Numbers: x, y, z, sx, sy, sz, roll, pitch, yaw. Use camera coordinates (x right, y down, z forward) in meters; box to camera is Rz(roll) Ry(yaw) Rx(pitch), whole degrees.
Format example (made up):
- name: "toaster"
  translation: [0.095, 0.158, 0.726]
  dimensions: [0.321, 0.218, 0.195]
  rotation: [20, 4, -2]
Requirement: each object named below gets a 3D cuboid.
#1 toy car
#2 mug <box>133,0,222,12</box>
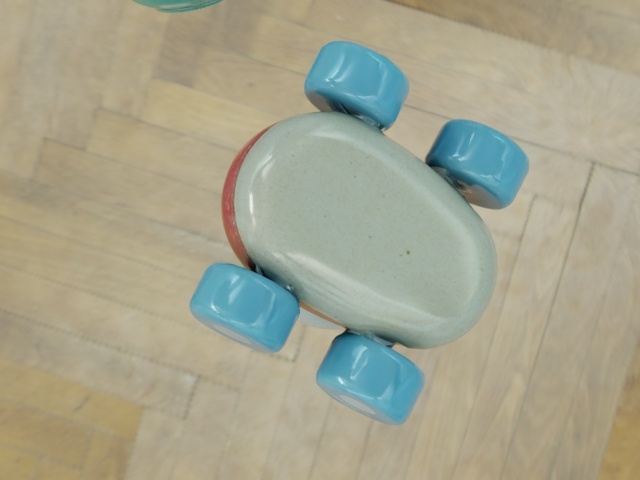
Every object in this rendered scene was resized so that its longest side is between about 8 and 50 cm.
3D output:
- name: "toy car"
  translation: [0.000, 0.000, 1.188]
  dimensions: [0.210, 0.238, 0.219]
  rotation: [31, 76, -18]
- name: "mug"
  translation: [-0.106, -0.257, 1.360]
  dimensions: [0.157, 0.129, 0.097]
  rotation: [-10, 116, 3]
